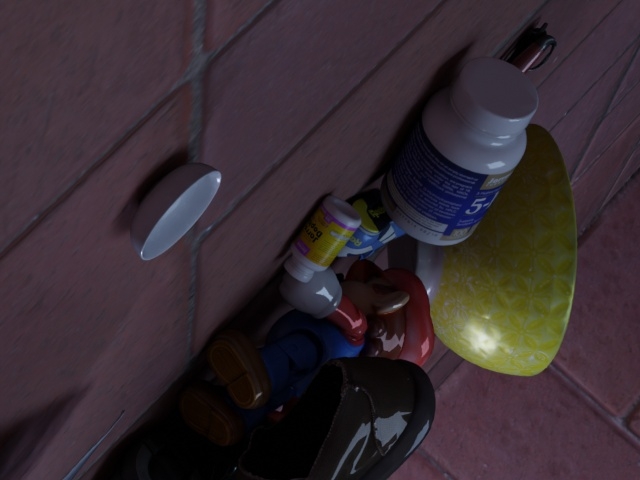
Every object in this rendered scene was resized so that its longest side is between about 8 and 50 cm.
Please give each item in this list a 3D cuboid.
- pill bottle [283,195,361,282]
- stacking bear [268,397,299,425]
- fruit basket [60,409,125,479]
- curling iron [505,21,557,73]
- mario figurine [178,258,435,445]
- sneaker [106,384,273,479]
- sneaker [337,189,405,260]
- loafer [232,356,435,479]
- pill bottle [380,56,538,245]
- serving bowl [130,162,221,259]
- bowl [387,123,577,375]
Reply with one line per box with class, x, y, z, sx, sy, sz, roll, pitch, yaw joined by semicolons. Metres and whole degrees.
pill bottle;0.000;0.000;1.839;0.083;0.043;0.043;-53;168;19
stacking bear;-0.053;0.270;2.244;0.289;0.175;0.164;-45;-161;-13
fruit basket;-0.304;0.303;1.498;0.327;0.165;0.353;-53;-176;23
curling iron;0.164;-0.129;2.071;0.274;0.035;0.068;-48;169;-7
mario figurine;-0.019;0.092;1.992;0.198;0.170;0.320;-10;-171;44
sneaker;-0.144;0.226;1.972;0.106;0.101;0.267;-39;169;31
sneaker;0.050;-0.014;1.982;0.059;0.053;0.144;-48;164;20
loafer;-0.047;0.243;1.888;0.130;0.134;0.366;30;104;-36
pill bottle;0.143;-0.092;1.915;0.112;0.112;0.186;-39;165;-42
serving bowl;-0.109;-0.026;1.360;0.083;0.027;0.083;-47;169;-13
bowl;0.165;0.009;2.151;0.156;0.289;0.289;1;150;-14
